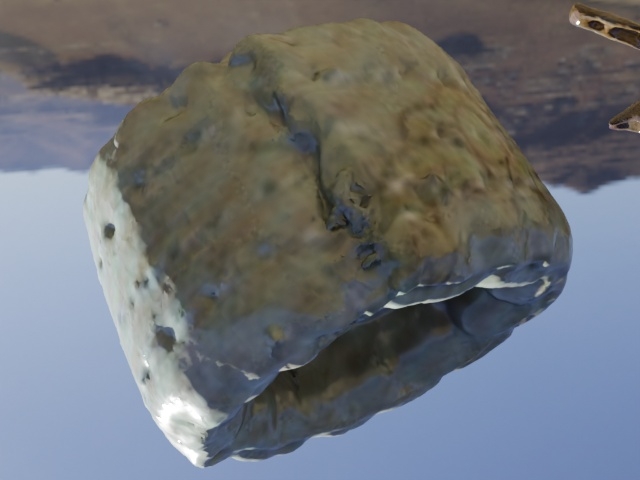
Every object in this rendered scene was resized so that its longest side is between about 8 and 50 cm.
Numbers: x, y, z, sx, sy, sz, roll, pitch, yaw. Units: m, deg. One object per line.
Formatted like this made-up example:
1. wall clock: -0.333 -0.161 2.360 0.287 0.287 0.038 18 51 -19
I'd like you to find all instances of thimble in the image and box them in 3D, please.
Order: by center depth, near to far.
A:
1. thimble: 0.000 0.000 0.771 0.292 0.195 0.291 -25 158 -11

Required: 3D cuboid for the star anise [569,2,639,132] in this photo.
1. star anise: 0.389 -0.128 0.972 0.292 0.349 0.109 -37 -151 25
